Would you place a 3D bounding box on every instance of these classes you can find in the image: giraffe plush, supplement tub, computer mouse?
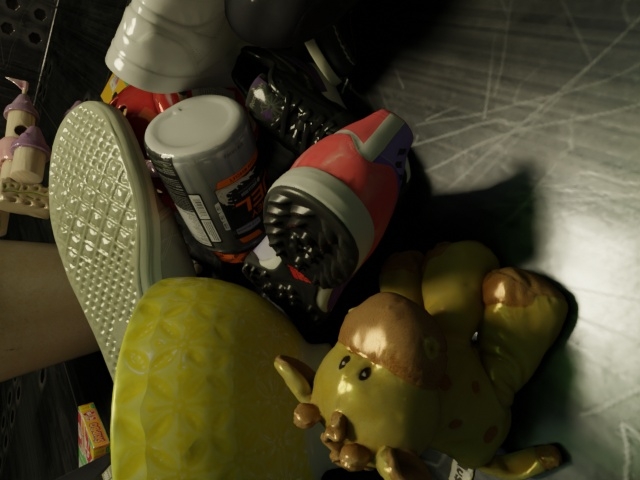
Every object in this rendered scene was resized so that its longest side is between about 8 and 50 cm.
[{"bbox_3d":[0.063,0.098,0.354,0.181,0.171,0.210,-13,73,46],"label":"giraffe plush"},{"bbox_3d":[-0.120,-0.065,0.573,0.117,0.190,0.117,-6,50,7],"label":"supplement tub"},{"bbox_3d":[0.014,-0.296,0.438,0.272,0.072,0.188,-42,77,0],"label":"computer mouse"}]

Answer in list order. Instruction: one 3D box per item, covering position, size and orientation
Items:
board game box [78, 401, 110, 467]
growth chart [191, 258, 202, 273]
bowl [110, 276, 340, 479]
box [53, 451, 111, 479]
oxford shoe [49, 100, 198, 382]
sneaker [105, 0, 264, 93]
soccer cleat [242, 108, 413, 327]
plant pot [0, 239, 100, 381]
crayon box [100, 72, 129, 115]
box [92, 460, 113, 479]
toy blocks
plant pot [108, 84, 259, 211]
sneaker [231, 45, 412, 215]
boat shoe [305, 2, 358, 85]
[{"bbox_3d":[-0.433,0.455,0.910,0.124,0.039,0.259,29,120,48],"label":"board game box"},{"bbox_3d":[-0.250,0.130,0.774,0.172,0.021,0.237,3,82,47],"label":"growth chart"},{"bbox_3d":[-0.059,0.169,0.466,0.156,0.289,0.289,-9,71,3],"label":"bowl"},{"bbox_3d":[-0.332,0.481,0.694,0.270,0.165,0.143,28,126,45],"label":"box"},{"bbox_3d":[-0.230,0.043,0.633,0.169,0.130,0.449,-15,95,30],"label":"oxford shoe"},{"bbox_3d":[-0.114,-0.281,0.574,0.108,0.292,0.169,37,122,1],"label":"sneaker"},{"bbox_3d":[0.000,0.000,0.461,0.116,0.109,0.318,-50,-5,-23],"label":"soccer cleat"},{"bbox_3d":[-0.575,0.131,0.943,0.334,0.306,0.333,3,94,47],"label":"plant pot"},{"bbox_3d":[-0.257,-0.338,0.835,0.323,0.083,0.203,-53,47,14],"label":"crayon box"},{"bbox_3d":[-0.205,0.343,0.634,0.147,0.077,0.180,-47,44,-8],"label":"box"},{"bbox_3d":[-0.426,-0.157,0.874,0.309,0.289,0.259,-30,57,42],"label":"toy blocks"},{"bbox_3d":[-0.198,-0.156,0.688,0.174,0.191,0.191,-22,66,38],"label":"plant pot"},{"bbox_3d":[-0.020,-0.121,0.526,0.107,0.124,0.283,-57,47,25],"label":"sneaker"},{"bbox_3d":[0.010,-0.343,0.546,0.113,0.127,0.339,-18,67,18],"label":"boat shoe"}]
